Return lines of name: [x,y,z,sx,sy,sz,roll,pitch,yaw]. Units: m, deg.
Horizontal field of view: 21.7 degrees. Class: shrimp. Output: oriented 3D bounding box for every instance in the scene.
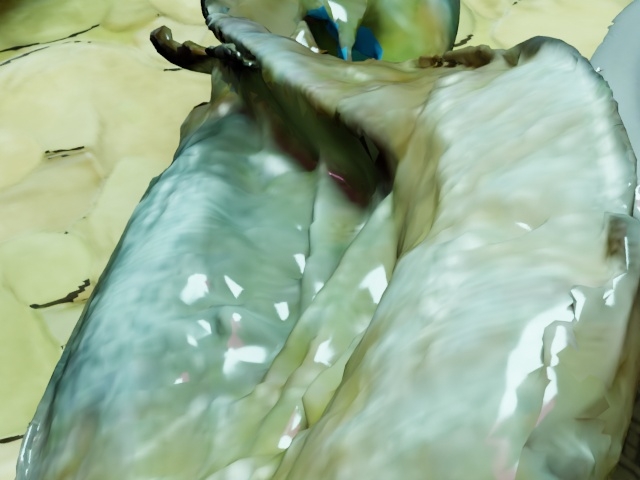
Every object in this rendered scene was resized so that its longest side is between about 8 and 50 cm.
shrimp: [0.000,0.000,0.503,0.110,0.221,0.445,36,27,-20]

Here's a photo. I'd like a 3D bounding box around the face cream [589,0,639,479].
face cream: [0.158,0.017,0.505,0.177,0.153,0.177,0,41,0]
